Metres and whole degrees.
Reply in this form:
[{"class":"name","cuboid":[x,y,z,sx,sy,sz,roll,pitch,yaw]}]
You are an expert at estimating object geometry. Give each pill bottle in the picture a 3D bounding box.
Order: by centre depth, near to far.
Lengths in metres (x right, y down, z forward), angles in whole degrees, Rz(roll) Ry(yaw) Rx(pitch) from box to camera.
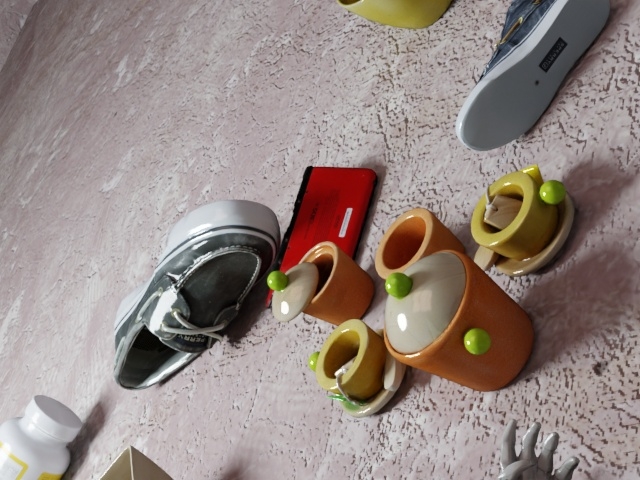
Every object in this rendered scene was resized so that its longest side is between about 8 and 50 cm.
[{"class":"pill bottle","cuboid":[-0.390,0.296,1.408,0.184,0.103,0.103,-55,27,4]}]

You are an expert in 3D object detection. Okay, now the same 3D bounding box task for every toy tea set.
[{"class":"toy tea set","cuboid":[0.052,0.039,0.928,0.336,0.124,0.200,-23,43,48]}]

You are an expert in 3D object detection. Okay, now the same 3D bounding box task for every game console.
[{"class":"game console","cuboid":[0.000,0.000,1.177,0.124,0.085,0.144,4,61,25]}]

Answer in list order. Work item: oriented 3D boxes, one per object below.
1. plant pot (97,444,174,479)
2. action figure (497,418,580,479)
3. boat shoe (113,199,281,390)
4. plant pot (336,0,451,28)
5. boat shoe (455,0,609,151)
[{"class":"plant pot","cuboid":[-0.177,0.289,1.074,0.109,0.096,0.109,-49,29,15]},{"class":"action figure","cuboid":[0.162,0.156,0.590,0.275,0.164,0.141,-22,70,59]},{"class":"boat shoe","cuboid":[-0.142,0.077,1.239,0.335,0.121,0.119,-46,36,47]},{"class":"plant pot","cuboid":[0.097,-0.295,1.235,0.134,0.095,0.134,-39,32,30]},{"class":"boat shoe","cuboid":[0.183,-0.163,1.000,0.183,0.065,0.083,-48,27,3]}]
